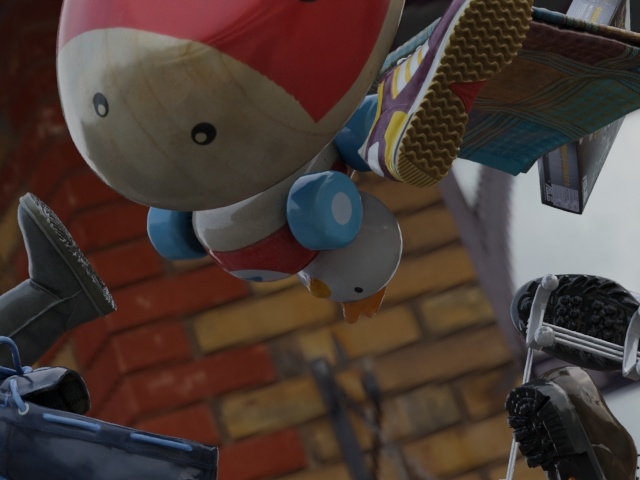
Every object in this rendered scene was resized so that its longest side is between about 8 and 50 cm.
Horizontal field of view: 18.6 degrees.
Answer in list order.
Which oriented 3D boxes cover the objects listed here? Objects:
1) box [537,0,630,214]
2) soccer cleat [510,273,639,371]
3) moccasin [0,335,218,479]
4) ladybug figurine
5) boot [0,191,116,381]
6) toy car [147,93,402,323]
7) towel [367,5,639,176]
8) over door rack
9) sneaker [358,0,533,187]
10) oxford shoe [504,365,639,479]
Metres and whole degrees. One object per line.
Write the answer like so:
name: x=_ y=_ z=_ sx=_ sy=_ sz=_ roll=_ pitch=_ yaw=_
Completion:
box: x=0.311 y=-0.169 z=2.314 sx=0.056 sy=0.183 sz=0.231 roll=18 pitch=-29 yaw=20
soccer cleat: x=0.373 y=0.112 z=2.229 sx=0.318 sy=0.108 sz=0.116 roll=8 pitch=-16 yaw=6
moccasin: x=-0.234 y=0.165 z=1.706 sx=0.117 sy=0.342 sz=0.138 roll=-66 pitch=-17 yaw=-5
ladybug figurine: x=-0.080 y=-0.241 z=1.746 sx=0.305 sy=0.449 sz=0.162 roll=11 pitch=-28 yaw=12
boot: x=-0.362 y=0.071 z=2.242 sx=0.208 sy=0.076 sz=0.189 roll=-30 pitch=-73 yaw=3
toy car: x=0.000 y=0.000 z=1.907 sx=0.219 sy=0.210 sz=0.238 roll=-5 pitch=-49 yaw=40
towel: x=0.178 y=-0.146 z=1.957 sx=0.271 sy=0.040 sz=0.370 roll=10 pitch=-17 yaw=-23
over door rack: x=0.313 y=0.188 z=1.993 sx=0.239 sy=0.324 sz=0.108 roll=17 pitch=-39 yaw=0
sneaker: x=0.088 y=-0.132 z=1.489 sx=0.069 sy=0.084 sz=0.185 roll=34 pitch=-95 yaw=-35
oxford shoe: x=0.242 y=0.210 z=1.640 sx=0.096 sy=0.227 sz=0.083 roll=-25 pitch=8 yaw=-41
